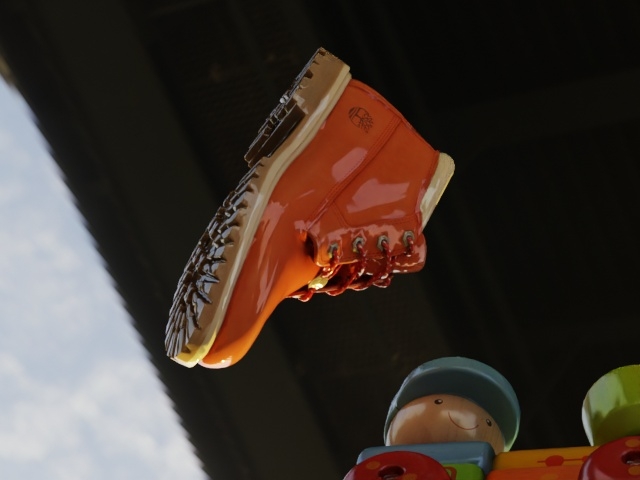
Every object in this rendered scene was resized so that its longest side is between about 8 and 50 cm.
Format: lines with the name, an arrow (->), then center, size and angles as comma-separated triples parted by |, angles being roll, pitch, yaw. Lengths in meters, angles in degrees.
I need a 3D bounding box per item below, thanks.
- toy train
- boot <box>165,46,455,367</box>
toy train -> 0.130, 0.098, 0.688 | 0.248, 0.143, 0.105 | -5, -64, 13
boot -> 0.000, 0.000, 0.703 | 0.085, 0.158, 0.059 | 36, -37, -8
